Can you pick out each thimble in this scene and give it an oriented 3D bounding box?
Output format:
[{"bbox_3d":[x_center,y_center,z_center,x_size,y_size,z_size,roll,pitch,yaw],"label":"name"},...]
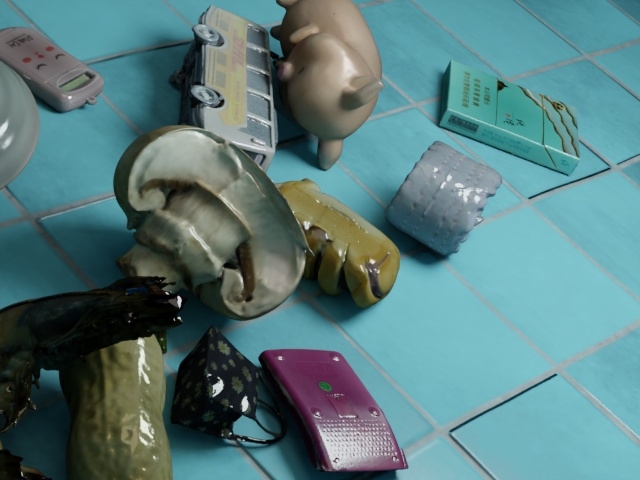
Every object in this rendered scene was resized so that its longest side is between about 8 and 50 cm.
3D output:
[{"bbox_3d":[0.170,-0.056,1.941,0.118,0.127,0.151,32,37,7],"label":"thimble"}]

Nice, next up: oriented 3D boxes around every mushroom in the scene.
[{"bbox_3d":[-0.147,-0.008,1.662,0.195,0.189,0.254,-44,96,-9],"label":"mushroom"}]

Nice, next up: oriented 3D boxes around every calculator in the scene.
[{"bbox_3d":[-0.375,-0.233,1.921,0.175,0.032,0.100,33,37,10],"label":"calculator"},{"bbox_3d":[0.014,0.191,1.613,0.126,0.034,0.190,3,40,-37],"label":"calculator"}]

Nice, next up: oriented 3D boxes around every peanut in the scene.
[{"bbox_3d":[-0.209,0.187,1.435,0.111,0.125,0.274,-8,49,-3],"label":"peanut"}]

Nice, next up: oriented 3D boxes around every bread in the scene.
[{"bbox_3d":[0.000,0.000,1.812,0.225,0.081,0.134,36,32,17],"label":"bread"}]

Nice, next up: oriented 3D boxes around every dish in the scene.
[{"bbox_3d":[-0.465,-0.163,1.673,0.260,0.085,0.260,5,54,-8],"label":"dish"}]

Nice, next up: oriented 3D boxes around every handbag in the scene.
[{"bbox_3d":[-0.094,0.180,1.560,0.139,0.072,0.115,37,26,-21],"label":"handbag"}]

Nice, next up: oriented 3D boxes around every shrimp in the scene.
[{"bbox_3d":[-0.257,0.139,1.376,0.054,0.290,0.222,53,22,-46],"label":"shrimp"}]

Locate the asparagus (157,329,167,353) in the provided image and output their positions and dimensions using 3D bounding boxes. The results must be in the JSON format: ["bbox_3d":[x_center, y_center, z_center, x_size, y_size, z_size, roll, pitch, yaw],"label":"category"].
[{"bbox_3d":[-0.193,0.071,1.665,0.016,0.016,0.163,-6,44,-9],"label":"asparagus"}]

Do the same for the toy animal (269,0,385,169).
[{"bbox_3d":[0.011,-0.247,2.018,0.154,0.166,0.250,0,52,-7],"label":"toy animal"}]

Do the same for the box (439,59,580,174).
[{"bbox_3d":[0.305,-0.200,2.270,0.229,0.041,0.162,20,37,-7],"label":"box"}]

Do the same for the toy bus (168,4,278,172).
[{"bbox_3d":[-0.137,-0.199,1.971,0.138,0.097,0.342,19,35,-20],"label":"toy bus"}]

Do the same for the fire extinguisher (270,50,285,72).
[{"bbox_3d":[-0.016,-0.241,2.137,0.157,0.045,0.078,37,10,17],"label":"fire extinguisher"}]
